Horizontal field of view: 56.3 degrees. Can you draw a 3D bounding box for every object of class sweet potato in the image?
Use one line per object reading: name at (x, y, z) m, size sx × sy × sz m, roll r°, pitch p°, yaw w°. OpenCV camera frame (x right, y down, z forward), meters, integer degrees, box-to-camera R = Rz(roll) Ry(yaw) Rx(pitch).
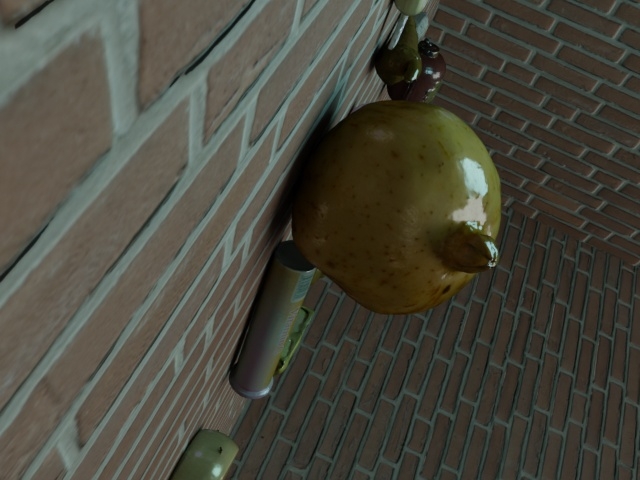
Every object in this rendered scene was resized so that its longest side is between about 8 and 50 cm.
sweet potato at (0.178, -0.418, 1.363) m, size 0.124 × 0.098 × 0.310 m, roll -53°, pitch -166°, yaw 36°

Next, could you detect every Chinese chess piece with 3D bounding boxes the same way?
Chinese chess piece at (-0.284, 0.559, 1.347) m, size 0.273 × 0.102 × 0.273 m, roll -62°, pitch 177°, yaw -6°

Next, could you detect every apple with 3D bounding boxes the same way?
apple at (-0.132, 0.293, 1.715) m, size 0.193 × 0.120 × 0.265 m, roll -50°, pitch -177°, yaw 36°

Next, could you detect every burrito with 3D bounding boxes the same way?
burrito at (0.274, -0.612, 1.779) m, size 0.203 × 0.064 × 0.064 m, roll -62°, pitch 176°, yaw -32°

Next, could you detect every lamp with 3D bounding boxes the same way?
lamp at (0.320, -0.549, 2.010) m, size 0.258 × 0.180 × 0.180 m, roll 112°, pitch 4°, yaw -47°

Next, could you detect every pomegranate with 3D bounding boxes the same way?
pomegranate at (0.150, -0.047, 1.036) m, size 0.410 × 0.410 × 0.410 m, roll 25°, pitch 90°, yaw -87°

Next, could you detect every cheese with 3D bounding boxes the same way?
cheese at (0.179, -0.476, 1.158) m, size 0.137 × 0.064 × 0.227 m, roll -57°, pitch 171°, yaw -46°

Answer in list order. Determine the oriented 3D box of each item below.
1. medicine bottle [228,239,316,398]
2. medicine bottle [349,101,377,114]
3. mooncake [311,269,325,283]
medicine bottle at (-0.104, 0.182, 1.315) m, size 0.108 × 0.108 × 0.426 m, roll -61°, pitch 175°, yaw -53°
medicine bottle at (0.110, -0.197, 1.442) m, size 0.254 × 0.152 × 0.152 m, roll 110°, pitch 6°, yaw -61°
mooncake at (0.000, 0.000, 1.571) m, size 0.234 × 0.117 × 0.235 m, roll -61°, pitch 176°, yaw -7°
